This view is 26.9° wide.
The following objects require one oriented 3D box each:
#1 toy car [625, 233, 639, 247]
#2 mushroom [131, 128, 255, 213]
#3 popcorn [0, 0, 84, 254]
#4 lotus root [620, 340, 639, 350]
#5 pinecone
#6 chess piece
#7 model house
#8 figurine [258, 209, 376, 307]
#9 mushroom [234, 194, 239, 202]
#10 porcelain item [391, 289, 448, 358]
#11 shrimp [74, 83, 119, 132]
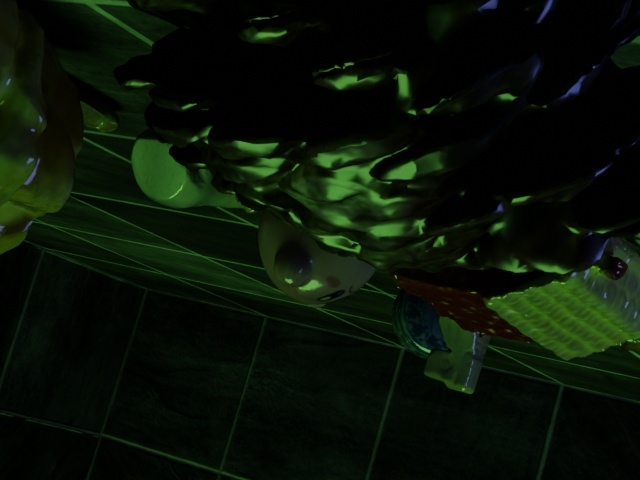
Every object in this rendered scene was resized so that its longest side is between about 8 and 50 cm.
[{"bbox_3d":[0.379,-0.002,1.332,0.080,0.070,0.171,23,170,-38],"label":"toy car"},{"bbox_3d":[-0.155,-0.089,1.721,0.118,0.103,0.270,19,-177,22],"label":"mushroom"},{"bbox_3d":[-0.407,-0.091,1.336,0.349,0.381,0.349,-1,168,0],"label":"popcorn"},{"bbox_3d":[0.478,0.109,1.811,0.191,0.094,0.108,6,-158,29],"label":"lotus root"},{"bbox_3d":[0.041,-0.110,0.700,0.298,0.242,0.296,11,161,40],"label":"pinecone"},{"bbox_3d":[0.221,0.128,2.026,0.090,0.200,0.090,17,171,3],"label":"chess piece"},{"bbox_3d":[0.234,0.028,1.413,0.254,0.160,0.196,16,168,45],"label":"model house"},{"bbox_3d":[0.000,0.000,1.725,0.173,0.173,0.173,16,172,2],"label":"figurine"},{"bbox_3d":[-0.037,-0.102,1.390,0.109,0.097,0.351,17,169,-8],"label":"mushroom"},{"bbox_3d":[0.197,0.124,2.232,0.147,0.147,0.114,17,170,-2],"label":"porcelain item"},{"bbox_3d":[-0.312,-0.172,1.637,0.101,0.042,0.190,21,175,22],"label":"shrimp"}]
